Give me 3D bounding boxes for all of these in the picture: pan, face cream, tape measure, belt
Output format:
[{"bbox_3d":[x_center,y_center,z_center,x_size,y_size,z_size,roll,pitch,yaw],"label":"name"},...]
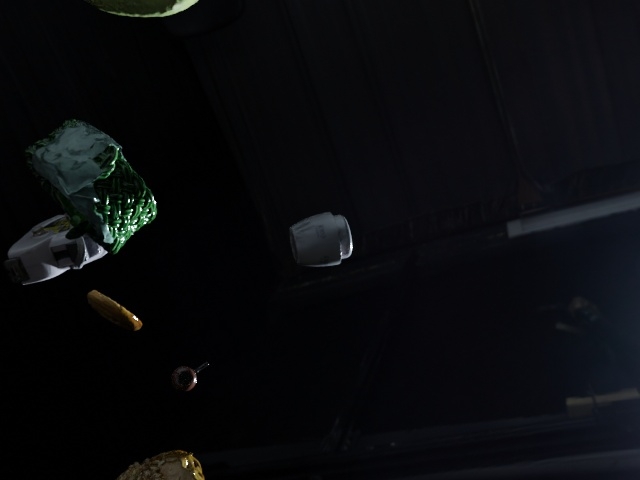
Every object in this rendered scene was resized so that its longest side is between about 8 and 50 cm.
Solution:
[{"bbox_3d":[-0.356,0.369,1.569,0.115,0.068,0.023,-32,177,-33],"label":"pan"},{"bbox_3d":[0.000,0.000,0.957,0.095,0.091,0.091,-11,-168,-11],"label":"face cream"},{"bbox_3d":[-0.569,0.000,1.289,0.197,0.120,0.236,-12,-156,2],"label":"tape measure"},{"bbox_3d":[-0.220,-0.044,0.528,0.079,0.121,0.151,-44,-150,-23],"label":"belt"}]

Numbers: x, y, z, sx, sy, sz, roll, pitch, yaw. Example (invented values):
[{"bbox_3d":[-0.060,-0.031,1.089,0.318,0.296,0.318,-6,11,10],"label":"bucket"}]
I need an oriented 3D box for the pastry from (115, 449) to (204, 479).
[{"bbox_3d":[-0.270,0.488,0.873,0.161,0.311,0.255,8,173,-33],"label":"pastry"}]

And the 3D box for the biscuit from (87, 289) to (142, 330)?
[{"bbox_3d":[-0.541,0.197,1.501,0.033,0.144,0.224,-61,-178,-22],"label":"biscuit"}]

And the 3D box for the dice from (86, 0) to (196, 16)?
[{"bbox_3d":[-0.348,-0.595,1.050,0.251,0.250,0.254,1,151,0],"label":"dice"}]
